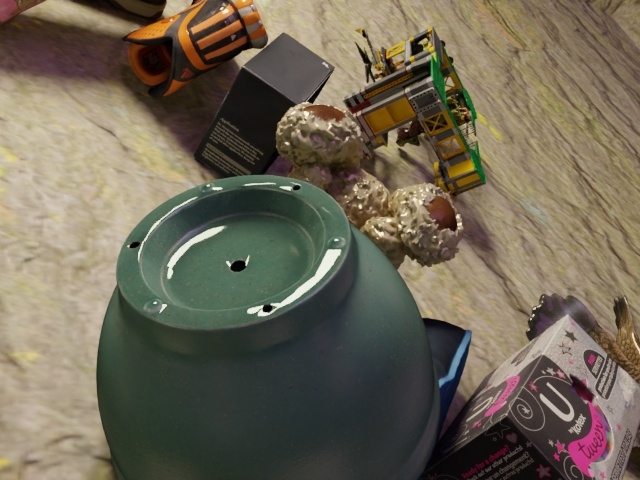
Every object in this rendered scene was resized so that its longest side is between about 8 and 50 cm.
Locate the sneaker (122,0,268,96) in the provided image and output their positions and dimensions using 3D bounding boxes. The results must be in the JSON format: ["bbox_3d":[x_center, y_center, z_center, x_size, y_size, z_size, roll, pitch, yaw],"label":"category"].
[{"bbox_3d":[-0.196,-0.299,1.041,0.124,0.180,0.321,64,-5,-19],"label":"sneaker"}]

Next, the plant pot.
[{"bbox_3d":[-0.051,0.072,0.582,0.293,0.196,0.293,-5,41,4],"label":"plant pot"}]

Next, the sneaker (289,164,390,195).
[{"bbox_3d":[0.035,-0.066,1.031,0.171,0.063,0.074,24,32,-26],"label":"sneaker"}]

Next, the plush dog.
[{"bbox_3d":[0.000,0.000,0.864,0.262,0.210,0.225,42,55,5],"label":"plush dog"}]

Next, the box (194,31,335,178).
[{"bbox_3d":[-0.074,-0.176,0.980,0.093,0.158,0.156,35,35,-4],"label":"box"}]

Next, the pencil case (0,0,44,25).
[{"bbox_3d":[-0.278,-0.410,0.956,0.386,0.160,0.167,-26,29,-25],"label":"pencil case"}]

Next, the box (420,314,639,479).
[{"bbox_3d":[0.242,0.218,0.810,0.142,0.163,0.247,46,36,8],"label":"box"}]

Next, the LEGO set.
[{"bbox_3d":[0.144,-0.204,1.229,0.255,0.192,0.331,50,29,-36],"label":"LEGO set"}]

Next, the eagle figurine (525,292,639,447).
[{"bbox_3d":[0.462,0.205,1.032,0.298,0.225,0.226,35,-22,50],"label":"eagle figurine"}]

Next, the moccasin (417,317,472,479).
[{"bbox_3d":[0.075,0.172,0.770,0.117,0.137,0.342,17,13,17],"label":"moccasin"}]

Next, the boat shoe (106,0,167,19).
[{"bbox_3d":[-0.344,-0.420,1.072,0.258,0.095,0.095,7,46,-35],"label":"boat shoe"}]
